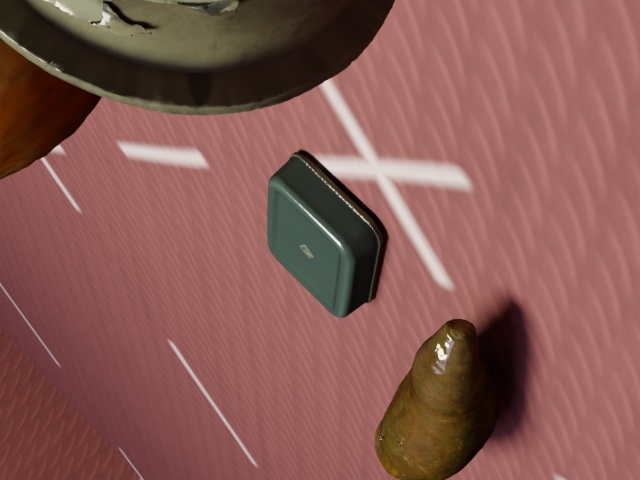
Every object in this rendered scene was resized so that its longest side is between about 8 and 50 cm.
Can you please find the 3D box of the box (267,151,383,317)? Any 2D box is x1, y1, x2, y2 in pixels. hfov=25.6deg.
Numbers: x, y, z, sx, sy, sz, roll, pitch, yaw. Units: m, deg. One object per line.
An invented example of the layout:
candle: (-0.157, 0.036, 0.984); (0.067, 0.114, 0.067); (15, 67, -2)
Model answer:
box: (0.000, 0.000, 0.981); (0.091, 0.031, 0.126); (45, 161, 16)

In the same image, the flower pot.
flower pot: (-0.033, -0.176, 0.510); (0.212, 0.212, 0.202); (50, 154, 2)

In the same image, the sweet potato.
sweet potato: (0.083, 0.113, 0.934); (0.077, 0.077, 0.244); (46, 160, 11)

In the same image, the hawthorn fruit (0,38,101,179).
hawthorn fruit: (-0.327, -0.179, 0.854); (0.403, 0.403, 0.403); (42, 159, 21)
